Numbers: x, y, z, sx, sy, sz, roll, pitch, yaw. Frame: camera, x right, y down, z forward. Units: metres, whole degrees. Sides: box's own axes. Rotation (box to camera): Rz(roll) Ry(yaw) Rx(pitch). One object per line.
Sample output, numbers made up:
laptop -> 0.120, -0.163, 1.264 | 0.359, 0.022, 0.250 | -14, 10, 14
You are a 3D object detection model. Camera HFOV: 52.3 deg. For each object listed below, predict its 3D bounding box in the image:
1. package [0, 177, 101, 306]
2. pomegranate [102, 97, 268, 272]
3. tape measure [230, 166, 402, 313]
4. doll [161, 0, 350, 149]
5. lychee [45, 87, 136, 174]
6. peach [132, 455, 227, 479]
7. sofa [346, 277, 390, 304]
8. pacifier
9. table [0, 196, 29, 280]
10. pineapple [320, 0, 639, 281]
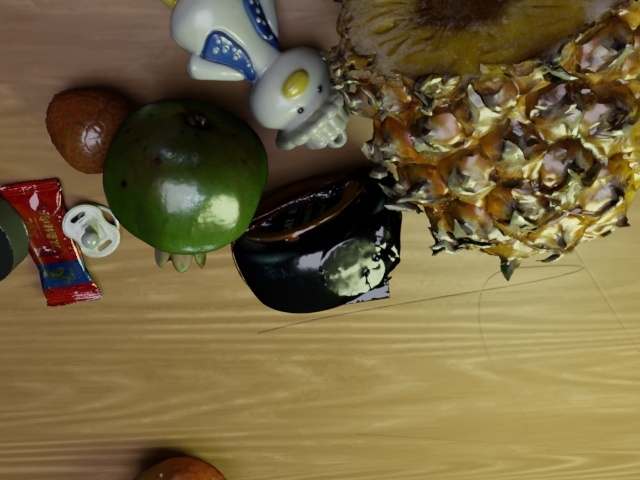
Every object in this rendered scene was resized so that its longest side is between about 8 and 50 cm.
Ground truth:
package -> -0.378, 0.008, 0.922 | 0.083, 0.022, 0.200 | -7, 120, 2
pomegranate -> -0.157, -0.052, 0.759 | 0.187, 0.187, 0.225 | 8, 135, -7
tape measure -> 0.000, 0.000, 0.828 | 0.223, 0.202, 0.135 | -14, 119, 15
doll -> -0.071, -0.208, 0.745 | 0.293, 0.119, 0.138 | 43, 76, -23
lychee -> -0.261, -0.135, 0.792 | 0.140, 0.114, 0.101 | 16, 145, 7
peach -> -0.241, 0.486, 1.143 | 0.233, 0.232, 0.232 | -1, 122, -2
sofa -> 0.026, 0.047, 0.951 | 0.147, 0.060, 0.085 | -9, 105, 3
pacifier -> -0.309, -0.011, 0.890 | 0.068, 0.064, 0.083 | -36, 118, -1
table -> -0.470, -0.005, 0.887 | 0.134, 0.043, 0.133 | 4, 121, 6
pineapple -> 0.187, -0.146, 0.672 | 0.353, 0.352, 0.300 | -17, 130, 8
